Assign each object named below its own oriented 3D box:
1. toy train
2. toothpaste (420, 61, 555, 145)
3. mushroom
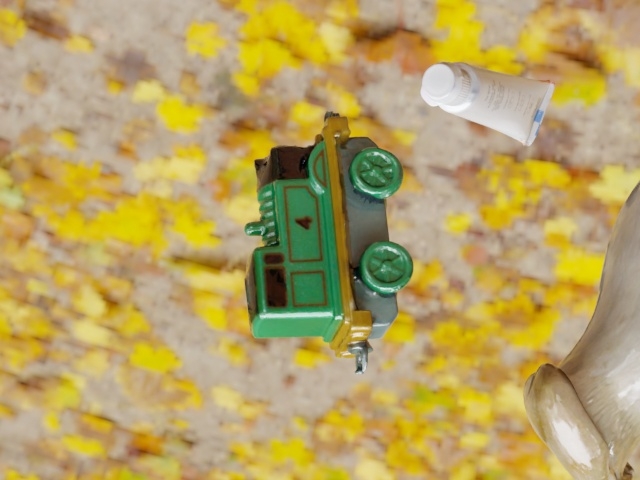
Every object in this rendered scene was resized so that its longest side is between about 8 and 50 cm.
[{"bbox_3d":[0.000,0.000,1.356,0.136,0.228,0.091,-5,162,-10],"label":"toy train"},{"bbox_3d":[0.110,-0.090,1.058,0.031,0.048,0.190,23,-172,25],"label":"toothpaste"},{"bbox_3d":[0.173,0.027,0.816,0.088,0.212,0.097,34,171,-6],"label":"mushroom"}]
